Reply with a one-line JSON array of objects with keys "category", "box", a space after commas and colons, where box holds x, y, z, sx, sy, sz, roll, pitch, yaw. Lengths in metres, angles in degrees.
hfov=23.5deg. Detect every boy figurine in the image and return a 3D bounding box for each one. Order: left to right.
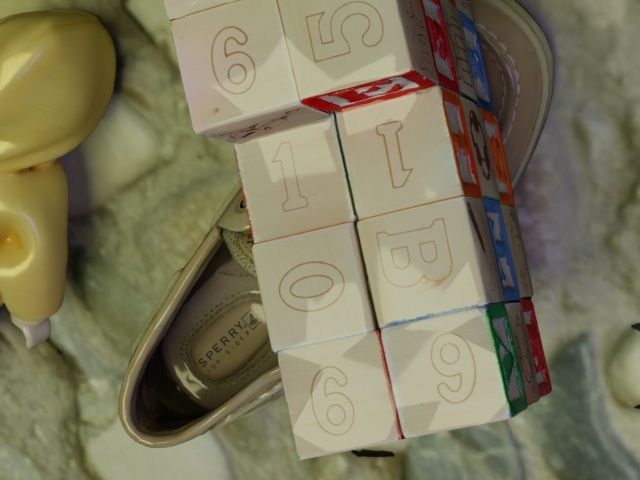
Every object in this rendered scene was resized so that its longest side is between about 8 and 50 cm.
[{"category": "boy figurine", "box": [-0.209, -0.025, 0.872, 0.177, 0.092, 0.285, 38, 121, 9]}]

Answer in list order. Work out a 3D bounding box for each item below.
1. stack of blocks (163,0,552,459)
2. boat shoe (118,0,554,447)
[{"category": "stack of blocks", "box": [0.012, -0.069, 0.623, 0.087, 0.171, 0.297, -13, 86, 16]}, {"category": "boat shoe", "box": [0.000, 0.000, 0.768, 0.109, 0.098, 0.302, 46, 121, 4]}]
